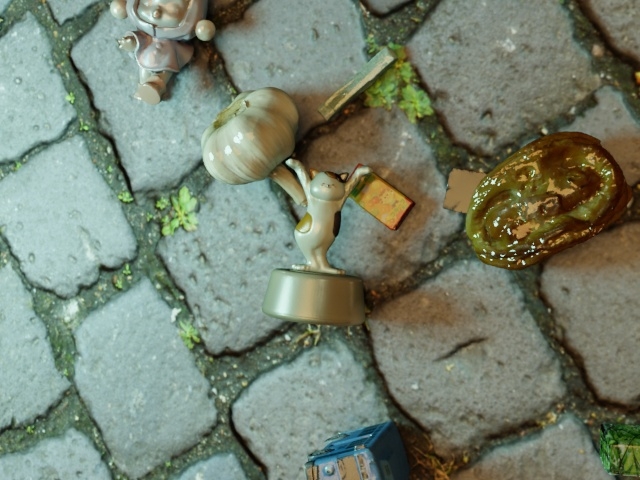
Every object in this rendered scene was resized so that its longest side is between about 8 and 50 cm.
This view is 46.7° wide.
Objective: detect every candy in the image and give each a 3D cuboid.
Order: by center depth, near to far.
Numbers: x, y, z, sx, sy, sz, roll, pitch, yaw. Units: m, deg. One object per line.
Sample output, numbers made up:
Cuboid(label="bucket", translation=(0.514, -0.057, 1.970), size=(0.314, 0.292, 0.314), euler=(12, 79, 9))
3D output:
Cuboid(label="candy", translation=(0.100, -0.075, 1.291), size=(0.122, 0.038, 0.062), euler=(38, 99, 15))

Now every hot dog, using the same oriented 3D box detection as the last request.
Cuboid(label="hot dog", translation=(0.347, -0.059, 1.160), size=(0.259, 0.114, 0.175), euler=(-33, 75, 10))

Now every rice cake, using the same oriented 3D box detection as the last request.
Cuboid(label="rice cake", translation=(0.065, -0.276, 1.313), size=(0.171, 0.029, 0.033), euler=(-39, 81, 12))

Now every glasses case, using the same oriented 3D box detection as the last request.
Cuboid(label="glasses case", translation=(0.563, 0.321, 1.096), size=(0.272, 0.095, 0.062), euler=(1, 95, 13))

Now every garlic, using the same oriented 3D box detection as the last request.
Cuboid(label="garlic", translation=(-0.086, -0.151, 1.313), size=(0.199, 0.199, 0.226), euler=(-41, 111, 12))

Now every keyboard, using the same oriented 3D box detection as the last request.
Cuboid(label="keyboard", translation=(0.308, -0.070, 1.241), size=(0.196, 0.015, 0.074), euler=(11, 88, 17))

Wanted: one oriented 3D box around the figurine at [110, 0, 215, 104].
Cuboid(label="figurine", translation=(-0.290, -0.389, 1.376), size=(0.200, 0.133, 0.276), euler=(16, 98, 5))

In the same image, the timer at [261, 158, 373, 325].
Cuboid(label="timer", translation=(0.000, 0.000, 1.246), size=(0.175, 0.175, 0.266), euler=(6, 91, 17))

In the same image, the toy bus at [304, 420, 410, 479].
Cuboid(label="toy bus", translation=(0.065, 0.370, 1.188), size=(0.133, 0.234, 0.116), euler=(-17, 84, 14))
